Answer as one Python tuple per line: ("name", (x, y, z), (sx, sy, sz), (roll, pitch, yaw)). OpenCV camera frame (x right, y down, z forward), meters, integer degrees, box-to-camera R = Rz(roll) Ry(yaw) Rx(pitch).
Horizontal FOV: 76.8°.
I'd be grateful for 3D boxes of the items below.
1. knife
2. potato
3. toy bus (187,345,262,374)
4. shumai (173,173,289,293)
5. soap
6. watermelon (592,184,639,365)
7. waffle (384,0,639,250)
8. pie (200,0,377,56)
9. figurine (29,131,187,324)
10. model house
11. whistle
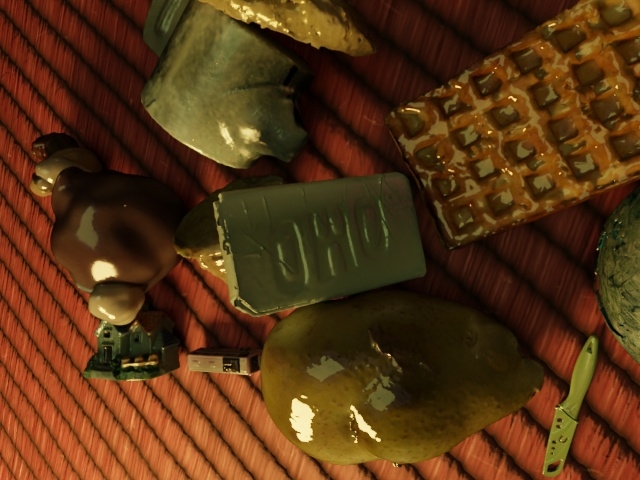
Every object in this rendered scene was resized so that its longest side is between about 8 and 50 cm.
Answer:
("knife", (0.327, 0.219, 0.531), (0.030, 0.014, 0.207), (13, 99, 18))
("potato", (0.095, 0.168, 0.522), (0.351, 0.202, 0.218), (-8, 97, 11))
("toy bus", (-0.165, 0.207, 0.697), (0.131, 0.052, 0.036), (-3, 90, 21))
("shumai", (-0.115, -0.008, 0.630), (0.202, 0.201, 0.120), (-9, 130, 21))
("soap", (0.000, 0.000, 0.515), (0.094, 0.262, 0.150), (-25, 77, 65))
("watermelon", (0.389, 0.065, 0.384), (0.188, 0.175, 0.321), (-9, 102, 25))
("waffle", (0.253, -0.136, 0.496), (0.308, 0.091, 0.212), (-25, 84, 19))
("pie", (-0.082, -0.323, 0.482), (0.338, 0.338, 0.075), (39, 126, 14))
("figurine", (-0.391, -0.052, 0.678), (0.365, 0.206, 0.218), (28, 128, 18))
("model house", (-0.337, 0.168, 0.734), (0.149, 0.119, 0.148), (-5, 84, 21))
("whistle", (-0.152, -0.269, 0.621), (0.168, 0.188, 0.404), (-50, 43, 21))
